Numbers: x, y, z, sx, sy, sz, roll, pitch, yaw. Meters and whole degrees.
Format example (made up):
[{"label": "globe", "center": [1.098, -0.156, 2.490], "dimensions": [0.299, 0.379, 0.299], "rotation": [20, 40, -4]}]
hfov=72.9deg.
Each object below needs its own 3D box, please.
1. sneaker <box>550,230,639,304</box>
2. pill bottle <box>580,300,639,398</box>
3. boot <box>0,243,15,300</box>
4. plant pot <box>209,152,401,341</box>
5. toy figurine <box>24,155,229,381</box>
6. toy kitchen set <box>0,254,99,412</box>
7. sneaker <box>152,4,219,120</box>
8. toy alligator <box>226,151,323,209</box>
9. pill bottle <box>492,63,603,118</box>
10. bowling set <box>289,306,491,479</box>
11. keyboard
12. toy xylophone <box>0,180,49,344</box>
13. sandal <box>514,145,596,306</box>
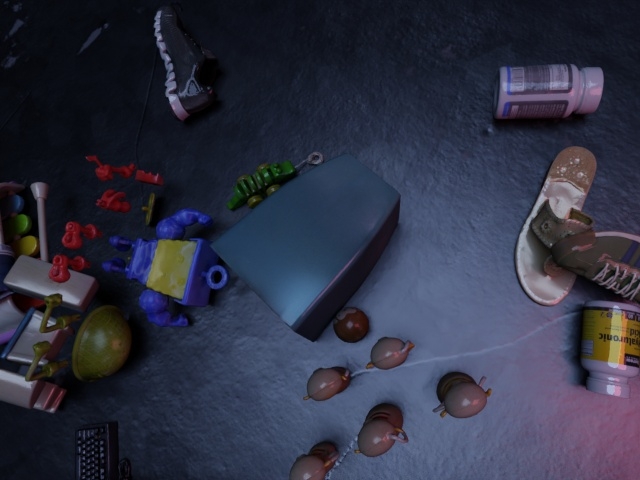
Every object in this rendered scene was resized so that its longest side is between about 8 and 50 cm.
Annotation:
[{"label": "sneaker", "center": [0.394, 0.042, 0.541], "dimensions": [0.192, 0.064, 0.086], "rotation": [6, 49, -10]}, {"label": "pill bottle", "center": [0.376, 0.140, 0.563], "dimensions": [0.065, 0.065, 0.116], "rotation": [7, 80, 15]}, {"label": "boot", "center": [-0.600, 0.078, 0.716], "dimensions": [0.190, 0.069, 0.086], "rotation": [-22, 70, 4]}, {"label": "plant pot", "center": [0.000, 0.000, 0.640], "dimensions": [0.166, 0.165, 0.234], "rotation": [41, 82, 18]}, {"label": "toy figurine", "center": [-0.256, 0.064, 0.673], "dimensions": [0.218, 0.191, 0.362], "rotation": [11, 81, 10]}, {"label": "toy kitchen set", "center": [-0.466, 0.160, 0.718], "dimensions": [0.122, 0.166, 0.207], "rotation": [20, 61, -6]}, {"label": "sneaker", "center": [-0.246, -0.345, 0.821], "dimensions": [0.106, 0.078, 0.234], "rotation": [-14, 78, 7]}, {"label": "toy alligator", "center": [-0.084, -0.109, 0.736], "dimensions": [0.190, 0.051, 0.056], "rotation": [-29, 73, 5]}, {"label": "pill bottle", "center": [0.337, -0.223, 0.651], "dimensions": [0.137, 0.078, 0.078], "rotation": [3, 78, 14]}, {"label": "bowling set", "center": [0.050, 0.188, 0.581], "dimensions": [0.287, 0.154, 0.199], "rotation": [-32, 72, 4]}, {"label": "keyboard", "center": [-0.353, 0.391, 0.698], "dimensions": [0.108, 0.023, 0.180], "rotation": [-11, 76, 10]}, {"label": "toy xylophone", "center": [-0.583, 0.026, 0.806], "dimensions": [0.237, 0.081, 0.322], "rotation": [-14, 74, 8]}, {"label": "sandal", "center": [0.337, -0.030, 0.604], "dimensions": [0.088, 0.079, 0.239], "rotation": [16, 81, 16]}]
